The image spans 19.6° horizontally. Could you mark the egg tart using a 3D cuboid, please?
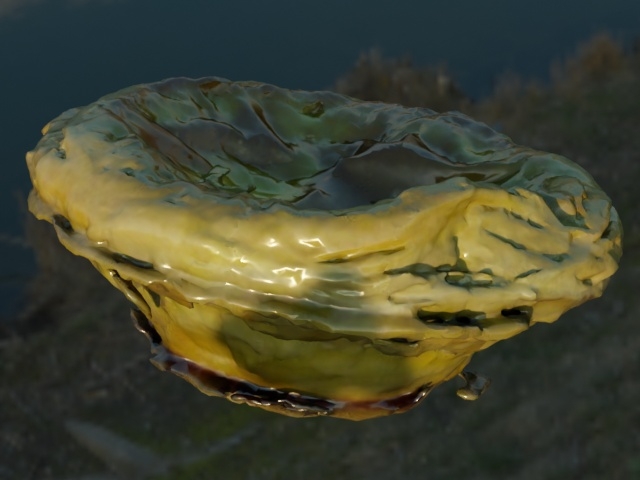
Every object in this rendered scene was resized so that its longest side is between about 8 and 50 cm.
[{"bbox_3d":[0.000,0.000,0.736,0.241,0.106,0.241,8,18,-2],"label":"egg tart"}]
